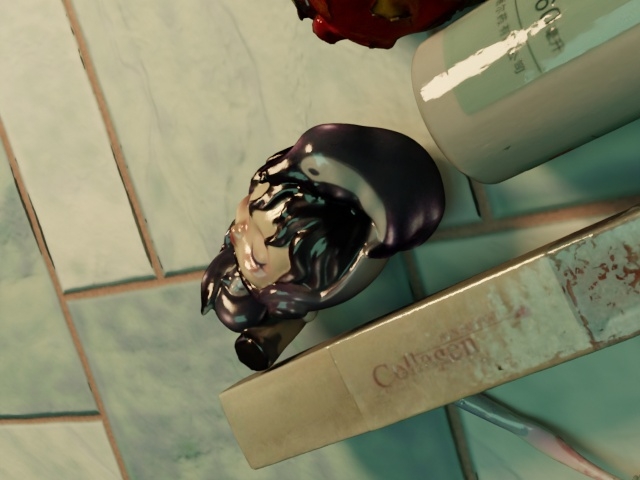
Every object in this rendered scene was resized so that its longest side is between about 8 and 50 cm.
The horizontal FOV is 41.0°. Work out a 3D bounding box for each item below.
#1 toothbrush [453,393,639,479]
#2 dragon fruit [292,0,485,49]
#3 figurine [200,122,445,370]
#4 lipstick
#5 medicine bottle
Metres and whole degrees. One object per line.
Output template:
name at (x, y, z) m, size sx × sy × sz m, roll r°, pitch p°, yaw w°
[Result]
toothbrush at (0.156, 0.148, 0.674) m, size 0.269 × 0.027 × 0.021 m, roll 24°, pitch 105°, yaw 22°
dragon fruit at (0.086, -0.208, 0.548) m, size 0.246 × 0.125 × 0.125 m, roll -14°, pitch 86°, yaw 18°
figurine at (0.000, 0.000, 0.663) m, size 0.145 × 0.145 × 0.222 m, roll 47°, pitch 134°, yaw 9°
lipstick at (0.087, 0.080, 0.639) m, size 0.371 × 0.080 × 0.076 m, roll -28°, pitch 87°, yaw 30°
medicine bottle at (0.218, -0.148, 0.477) m, size 0.352 × 0.110 × 0.110 m, roll -27°, pitch 92°, yaw 35°
